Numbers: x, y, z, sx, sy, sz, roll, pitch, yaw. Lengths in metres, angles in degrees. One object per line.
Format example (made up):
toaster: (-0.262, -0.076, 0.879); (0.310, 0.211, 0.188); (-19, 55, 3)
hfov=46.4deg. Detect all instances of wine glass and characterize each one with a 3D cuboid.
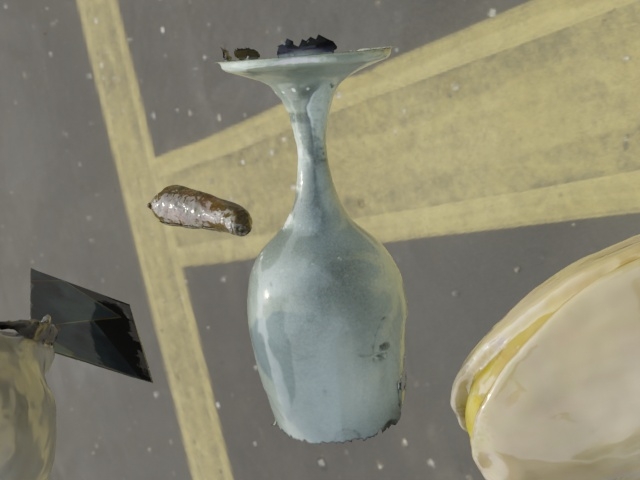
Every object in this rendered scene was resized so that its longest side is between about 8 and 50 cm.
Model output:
wine glass: (0.000, 0.000, 0.601); (0.143, 0.143, 0.321); (17, 116, 50)

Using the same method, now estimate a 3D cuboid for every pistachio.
pistachio: (0.162, 0.054, 0.385); (0.117, 0.200, 0.145); (-92, -20, -55)

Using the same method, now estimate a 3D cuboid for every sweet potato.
sweet potato: (-0.199, -0.048, 1.282); (0.273, 0.075, 0.075); (14, 113, 42)

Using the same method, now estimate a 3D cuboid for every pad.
pad: (-0.320, 0.111, 1.023); (0.004, 0.164, 0.243); (-60, 28, 9)

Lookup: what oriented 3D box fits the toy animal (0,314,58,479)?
toy animal: (-0.295, 0.222, 0.515); (0.258, 0.194, 0.357); (72, -160, -77)
